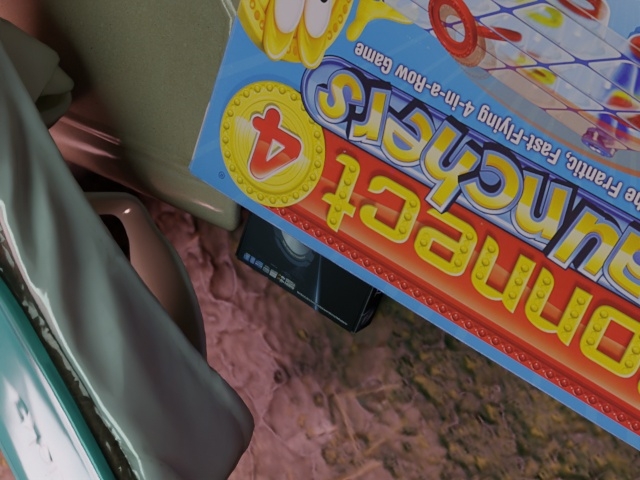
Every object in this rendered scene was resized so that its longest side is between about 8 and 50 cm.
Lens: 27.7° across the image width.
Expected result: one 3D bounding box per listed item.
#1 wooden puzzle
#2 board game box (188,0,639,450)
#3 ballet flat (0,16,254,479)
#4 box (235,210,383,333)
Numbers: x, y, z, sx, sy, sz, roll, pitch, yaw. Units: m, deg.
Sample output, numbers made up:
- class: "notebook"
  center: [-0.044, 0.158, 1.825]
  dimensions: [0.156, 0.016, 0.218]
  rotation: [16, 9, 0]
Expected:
- class: "wooden puzzle"
  center: [-0.115, -0.145, 0.708]
  dimensions: [0.221, 0.044, 0.238]
  rotation: [23, 122, 25]
- class: "board game box"
  center: [0.122, -0.095, 0.539]
  dimensions: [0.308, 0.086, 0.302]
  rotation: [31, 119, 21]
- class: "ballet flat"
  center: [-0.164, -0.022, 0.687]
  dimensions: [0.139, 0.139, 0.400]
  rotation: [-31, 89, 35]
- class: "box"
  center: [0.000, 0.000, 0.688]
  dimensions: [0.083, 0.018, 0.067]
  rotation: [33, 120, 21]
